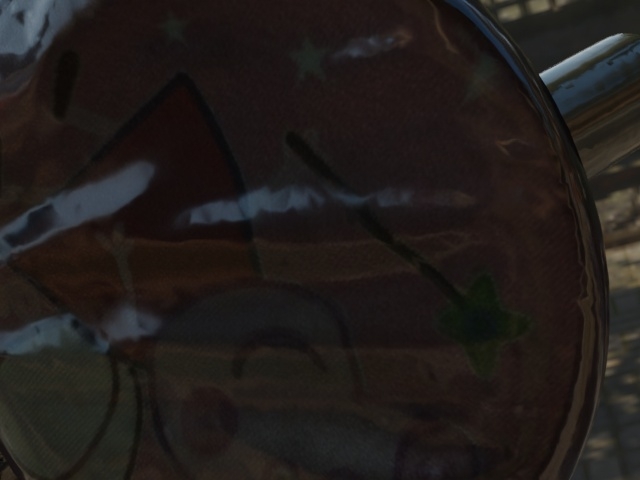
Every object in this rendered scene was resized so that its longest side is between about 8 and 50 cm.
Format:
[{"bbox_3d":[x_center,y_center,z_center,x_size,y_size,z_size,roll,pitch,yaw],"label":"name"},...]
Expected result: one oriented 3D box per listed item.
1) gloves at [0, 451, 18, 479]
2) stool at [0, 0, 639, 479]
[{"bbox_3d":[-0.226,0.092,0.981,0.312,0.210,0.135,-16,-30,-22],"label":"gloves"},{"bbox_3d":[0.000,0.000,0.518,0.272,0.272,0.178,-10,8,31],"label":"stool"}]
